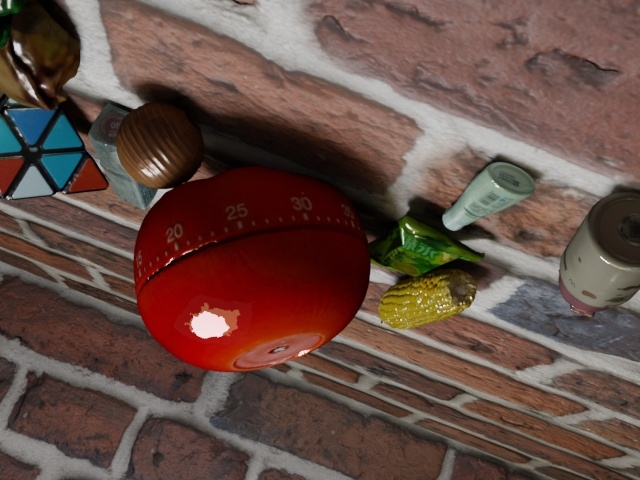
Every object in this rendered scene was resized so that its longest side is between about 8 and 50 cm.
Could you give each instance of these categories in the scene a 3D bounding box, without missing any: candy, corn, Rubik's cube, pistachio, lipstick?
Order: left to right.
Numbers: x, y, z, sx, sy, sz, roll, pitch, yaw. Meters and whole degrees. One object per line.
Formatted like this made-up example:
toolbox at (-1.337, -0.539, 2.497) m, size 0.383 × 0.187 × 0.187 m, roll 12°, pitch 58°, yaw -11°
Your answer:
pistachio at (-0.404, -0.264, 1.027) m, size 0.165 × 0.130 × 0.210 m, roll 59°, pitch 170°, yaw 18°
Rubik's cube at (-0.470, -0.196, 1.266) m, size 0.250 × 0.284 × 0.234 m, roll 18°, pitch 132°, yaw -11°
lipstick at (-0.347, -0.140, 1.345) m, size 0.076 × 0.077 × 0.290 m, roll 24°, pitch 161°, yaw 3°
candy at (0.153, 0.013, 1.247) m, size 0.149 × 0.069 × 0.246 m, roll 22°, pitch 156°, yaw -15°
corn at (0.198, 0.110, 1.416) m, size 0.101 × 0.101 × 0.310 m, roll 26°, pitch 157°, yaw -12°

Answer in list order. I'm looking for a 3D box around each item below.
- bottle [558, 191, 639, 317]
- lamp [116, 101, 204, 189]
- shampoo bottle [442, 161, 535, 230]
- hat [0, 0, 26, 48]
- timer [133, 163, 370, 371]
bottle at (0.382, 0.030, 0.994) m, size 0.110 × 0.110 × 0.233 m, roll 17°, pitch 161°, yaw 12°
lamp at (-0.245, -0.146, 1.145) m, size 0.136 × 0.136 × 0.136 m, roll 19°, pitch 160°, yaw 7°
shampoo bottle at (0.223, -0.055, 1.034) m, size 0.069 × 0.041 × 0.191 m, roll 19°, pitch 161°, yaw -8°
hat at (-0.378, -0.318, 0.772) m, size 0.332 × 0.242 × 0.274 m, roll -7°, pitch 177°, yaw 11°
timer at (-0.105, 0.053, 1.192) m, size 0.378 × 0.279 × 0.378 m, roll -14°, pitch 158°, yaw -6°
